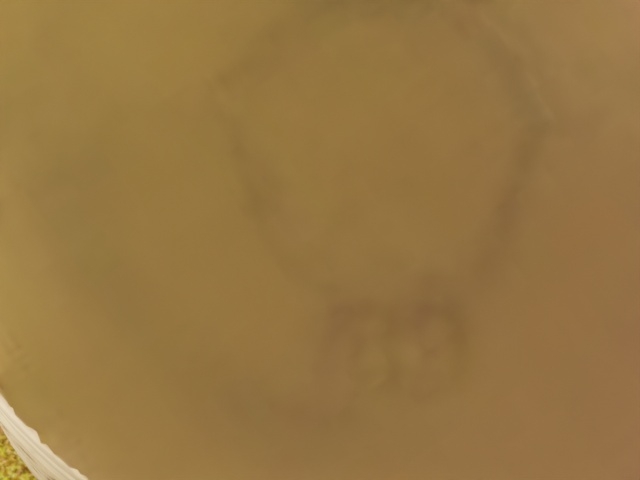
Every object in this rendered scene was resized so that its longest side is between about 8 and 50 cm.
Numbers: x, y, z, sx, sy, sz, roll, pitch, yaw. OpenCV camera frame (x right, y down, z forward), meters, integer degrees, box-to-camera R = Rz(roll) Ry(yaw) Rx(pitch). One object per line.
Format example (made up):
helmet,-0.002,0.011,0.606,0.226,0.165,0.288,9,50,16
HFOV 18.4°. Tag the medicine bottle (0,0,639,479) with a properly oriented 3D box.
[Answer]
medicine bottle,0.000,0.000,0.510,0.332,0.190,0.190,112,178,-77
